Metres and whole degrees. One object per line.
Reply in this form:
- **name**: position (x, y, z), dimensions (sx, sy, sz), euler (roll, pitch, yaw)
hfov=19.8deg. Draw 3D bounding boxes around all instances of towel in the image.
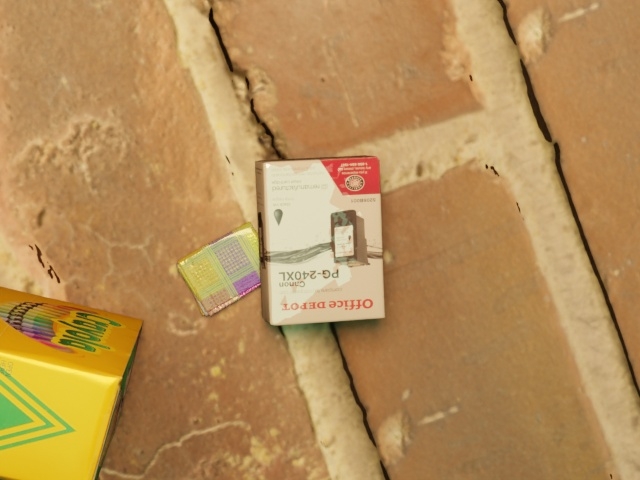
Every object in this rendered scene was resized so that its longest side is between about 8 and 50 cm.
- **towel**: position (-0.087, 0.026, 1.702), dimensions (0.083, 0.009, 0.060), euler (-31, 95, 0)

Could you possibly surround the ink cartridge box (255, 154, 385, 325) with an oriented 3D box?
- **ink cartridge box**: position (0.000, 0.000, 1.672), dimensions (0.109, 0.063, 0.150), euler (-4, 95, -10)

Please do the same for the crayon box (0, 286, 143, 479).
- **crayon box**: position (-0.316, 0.095, 1.519), dimensions (0.313, 0.363, 0.106), euler (12, 94, -4)
